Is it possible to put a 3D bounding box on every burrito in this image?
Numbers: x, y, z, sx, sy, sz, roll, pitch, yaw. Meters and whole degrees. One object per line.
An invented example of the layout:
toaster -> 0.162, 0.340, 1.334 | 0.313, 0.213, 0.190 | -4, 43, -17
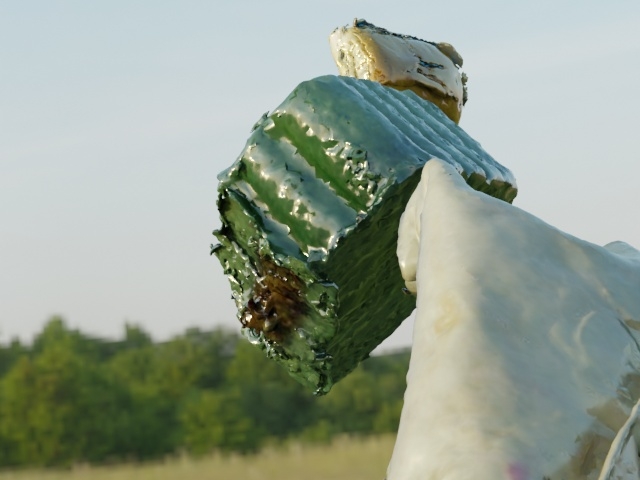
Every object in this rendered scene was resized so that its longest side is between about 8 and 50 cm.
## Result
burrito -> 0.044, 0.073, 0.324 | 0.087, 0.226, 0.060 | 28, -49, -27

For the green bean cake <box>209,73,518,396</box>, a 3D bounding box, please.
green bean cake -> 0.000, 0.000, 1.014 | 0.193, 0.107, 0.208 | -47, -15, 14

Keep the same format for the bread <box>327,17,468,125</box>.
bread -> 0.056, -0.108, 1.176 | 0.053, 0.072, 0.106 | -27, -25, 38
